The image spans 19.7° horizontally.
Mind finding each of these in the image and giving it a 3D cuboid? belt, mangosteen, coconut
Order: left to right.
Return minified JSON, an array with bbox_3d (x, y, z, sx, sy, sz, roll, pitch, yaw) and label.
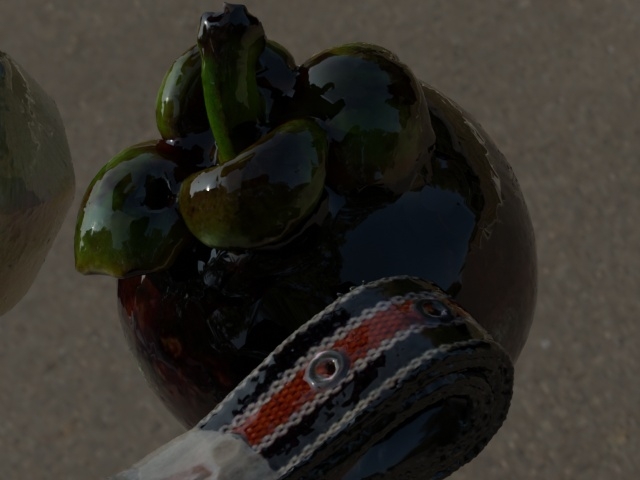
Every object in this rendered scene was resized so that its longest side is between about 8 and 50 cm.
[{"bbox_3d":[-0.297,-0.051,1.370,0.230,0.227,0.227,-64,25,27],"label":"coconut"},{"bbox_3d":[-0.056,0.142,0.994,0.359,0.126,0.094,-34,35,-13],"label":"belt"},{"bbox_3d":[-0.001,0.008,1.231,0.311,0.311,0.311,-21,37,17],"label":"mangosteen"}]
